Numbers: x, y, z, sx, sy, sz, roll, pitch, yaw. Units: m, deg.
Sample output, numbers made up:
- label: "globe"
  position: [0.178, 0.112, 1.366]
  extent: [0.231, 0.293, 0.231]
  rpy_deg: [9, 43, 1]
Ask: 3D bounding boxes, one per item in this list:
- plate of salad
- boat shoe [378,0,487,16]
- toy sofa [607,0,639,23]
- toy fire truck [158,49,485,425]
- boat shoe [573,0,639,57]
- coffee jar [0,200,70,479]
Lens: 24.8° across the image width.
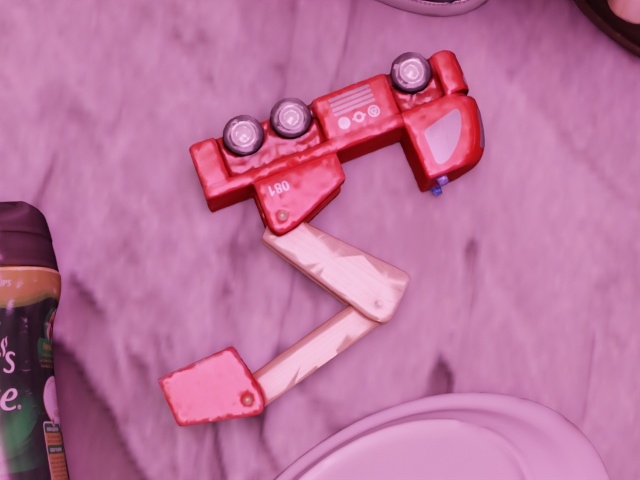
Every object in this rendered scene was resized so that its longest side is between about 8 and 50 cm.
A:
- label: "plate of salad"
  position: [0.036, 0.146, 0.634]
  extent: [0.200, 0.200, 0.048]
  rpy_deg: [-35, 121, -5]
- label: "boat shoe"
  position: [-0.041, -0.200, 0.708]
  extent: [0.302, 0.091, 0.114]
  rpy_deg: [15, 82, 1]
- label: "toy sofa"
  position: [0.175, -0.279, 0.634]
  extent: [0.177, 0.150, 0.363]
  rpy_deg: [17, 64, 9]
- label: "toy fire truck"
  position: [0.000, 0.000, 0.705]
  extent: [0.192, 0.047, 0.135]
  rpy_deg: [-21, 84, -4]
- label: "boat shoe"
  position: [0.273, -0.120, 0.702]
  extent: [0.307, 0.111, 0.104]
  rpy_deg: [16, 72, -2]
- label: "coffee jar"
  position: [-0.165, 0.075, 0.677]
  extent: [0.096, 0.079, 0.184]
  rpy_deg: [-6, 82, -2]
